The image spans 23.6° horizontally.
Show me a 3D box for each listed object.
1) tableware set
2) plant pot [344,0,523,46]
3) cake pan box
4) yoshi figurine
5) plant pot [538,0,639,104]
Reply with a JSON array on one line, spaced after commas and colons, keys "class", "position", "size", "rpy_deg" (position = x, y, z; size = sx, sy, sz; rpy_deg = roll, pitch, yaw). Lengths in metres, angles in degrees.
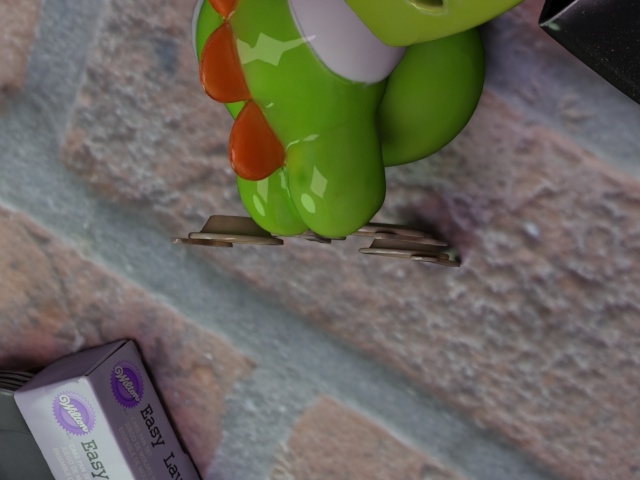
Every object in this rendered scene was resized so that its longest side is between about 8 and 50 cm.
[{"class": "tableware set", "position": [0.000, 0.000, 0.906], "size": [0.168, 0.141, 0.020], "rpy_deg": [3, 88, 23]}, {"class": "plant pot", "position": [0.084, -0.234, 0.632], "size": [0.228, 0.227, 0.207], "rpy_deg": [49, 164, -23]}, {"class": "cake pan box", "position": [-0.196, 0.214, 1.135], "size": [0.245, 0.070, 0.267], "rpy_deg": [-15, 105, 28]}, {"class": "yoshi figurine", "position": [0.011, -0.187, 0.824], "size": [0.203, 0.203, 0.362], "rpy_deg": [-4, 99, -15]}, {"class": "plant pot", "position": [0.236, -0.131, 0.712], "size": [0.167, 0.188, 0.187], "rpy_deg": [45, 124, -14]}]
